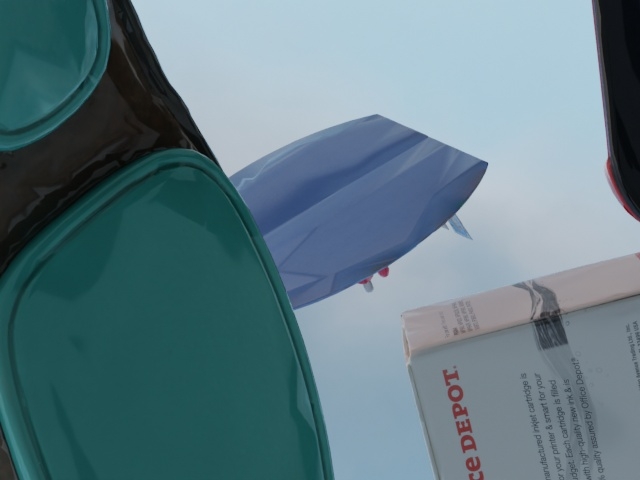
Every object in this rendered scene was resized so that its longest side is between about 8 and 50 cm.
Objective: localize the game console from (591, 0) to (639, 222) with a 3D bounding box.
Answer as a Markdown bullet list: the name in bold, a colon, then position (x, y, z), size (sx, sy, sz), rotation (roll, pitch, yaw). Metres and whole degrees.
- **game console**: position (0.350, -0.200, 1.049), size (0.342, 0.386, 0.060), rotation (-6, 180, 1)

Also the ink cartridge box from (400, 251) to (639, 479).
- **ink cartridge box**: position (0.218, 0.132, 1.267), size (0.273, 0.197, 0.114), rotation (-14, -165, 2)

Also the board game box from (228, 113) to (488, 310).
- **board game box**: position (0.000, 0.000, 0.677), size (0.133, 0.033, 0.168), rotation (-32, -155, -12)

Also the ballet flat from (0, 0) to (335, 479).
- **ballet flat**: position (-0.074, -0.016, 0.342), size (0.096, 0.280, 0.095), rotation (4, -150, 45)
